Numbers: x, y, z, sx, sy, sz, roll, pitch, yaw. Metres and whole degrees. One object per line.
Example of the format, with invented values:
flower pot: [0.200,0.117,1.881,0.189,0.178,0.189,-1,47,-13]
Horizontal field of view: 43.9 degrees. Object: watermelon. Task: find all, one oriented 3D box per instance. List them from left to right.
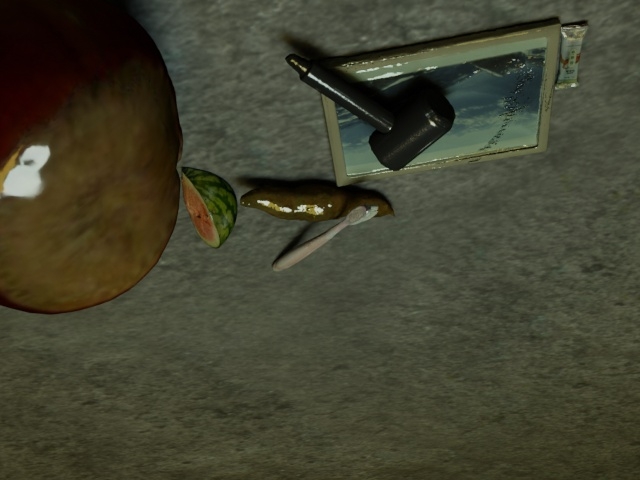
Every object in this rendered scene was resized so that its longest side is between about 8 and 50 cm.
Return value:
watermelon: [-0.164,-0.051,1.274,0.069,0.087,0.163,-37,152,-23]

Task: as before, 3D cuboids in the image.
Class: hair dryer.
hair dryer: [0.063,-0.198,1.080,0.248,0.070,0.114,31,131,-28]

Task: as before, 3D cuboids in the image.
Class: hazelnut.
hazelnut: [-0.335,-0.113,0.954,0.359,0.359,0.409,-1,146,-8]

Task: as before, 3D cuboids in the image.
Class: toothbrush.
toothbrush: [0.000,0.000,1.320,0.030,0.025,0.307,-10,167,-36]

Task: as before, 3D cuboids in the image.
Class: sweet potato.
sweet potato: [0.003,-0.058,1.273,0.274,0.067,0.067,3,141,-19]

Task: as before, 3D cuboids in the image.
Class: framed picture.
framed picture: [0.174,-0.192,1.162,0.335,0.022,0.247,-9,142,3]

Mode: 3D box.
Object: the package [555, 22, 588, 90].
package: [0.350,-0.256,1.111,0.037,0.015,0.110,-5,141,6]
